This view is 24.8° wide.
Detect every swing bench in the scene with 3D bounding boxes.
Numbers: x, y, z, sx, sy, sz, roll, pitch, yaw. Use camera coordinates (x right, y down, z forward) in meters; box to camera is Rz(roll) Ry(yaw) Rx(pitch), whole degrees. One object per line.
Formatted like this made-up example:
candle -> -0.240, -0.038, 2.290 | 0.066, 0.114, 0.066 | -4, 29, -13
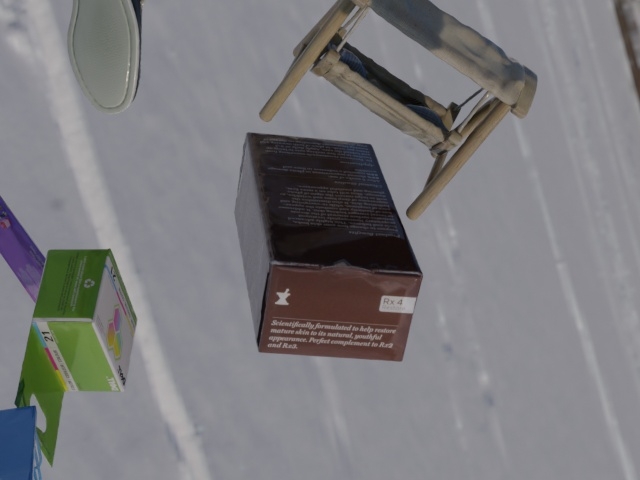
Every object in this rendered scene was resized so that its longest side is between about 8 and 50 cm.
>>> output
swing bench -> 0.106, -0.205, 1.838 | 0.253, 0.255, 0.165 | 35, 43, -10

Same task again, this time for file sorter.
file sorter -> -0.418, 0.309, 1.866 | 0.170, 0.118, 0.105 | -106, -170, -60

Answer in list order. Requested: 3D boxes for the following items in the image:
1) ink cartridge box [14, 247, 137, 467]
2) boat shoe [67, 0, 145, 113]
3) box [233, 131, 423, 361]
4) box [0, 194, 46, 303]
ink cartridge box -> -0.341, 0.167, 2.058 | 0.189, 0.097, 0.255 | 79, 12, -52
boat shoe -> -0.280, -0.323, 1.948 | 0.091, 0.114, 0.303 | -27, 115, -65
box -> 0.000, 0.000, 1.919 | 0.381, 0.191, 0.143 | -105, -158, -62
box -> -0.474, 0.045, 2.401 | 0.293, 0.057, 0.201 | 51, -9, 20
